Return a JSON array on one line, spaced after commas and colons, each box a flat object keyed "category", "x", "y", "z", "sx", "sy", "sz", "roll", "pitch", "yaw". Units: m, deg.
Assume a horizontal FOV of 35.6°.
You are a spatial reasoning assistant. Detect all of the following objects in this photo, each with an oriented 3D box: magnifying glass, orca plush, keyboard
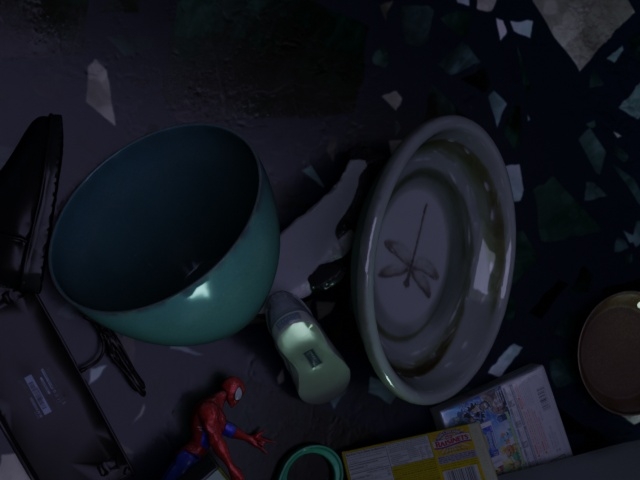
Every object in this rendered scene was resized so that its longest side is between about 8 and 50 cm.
[{"category": "magnifying glass", "x": -0.061, "y": 0.380, "z": 1.403, "sx": 0.231, "sy": 0.026, "sz": 0.092, "roll": -42, "pitch": 101, "yaw": -15}, {"category": "orca plush", "x": 0.000, "y": 0.000, "z": 1.425, "sx": 0.151, "sy": 0.102, "sz": 0.287, "roll": 14, "pitch": 71, "yaw": 27}, {"category": "keyboard", "x": -0.335, "y": 0.182, "z": 1.314, "sx": 0.202, "sy": 0.033, "sz": 0.317, "roll": -28, "pitch": 98, "yaw": -12}]

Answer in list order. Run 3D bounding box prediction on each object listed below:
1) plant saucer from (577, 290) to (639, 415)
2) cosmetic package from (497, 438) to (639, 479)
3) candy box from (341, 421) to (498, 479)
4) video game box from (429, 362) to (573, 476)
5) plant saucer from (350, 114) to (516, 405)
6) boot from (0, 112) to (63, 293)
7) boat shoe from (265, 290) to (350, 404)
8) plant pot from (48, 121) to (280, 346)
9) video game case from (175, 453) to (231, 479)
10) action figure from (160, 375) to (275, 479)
[{"category": "plant saucer", "x": 0.487, "y": 0.179, "z": 1.594, "sx": 0.199, "sy": 0.036, "sz": 0.198, "roll": 1, "pitch": 88, "yaw": -20}, {"category": "cosmetic package", "x": 0.431, "y": 0.538, "z": 1.380, "sx": 0.328, "sy": 0.329, "sz": 0.393, "roll": -9, "pitch": 101, "yaw": -19}, {"category": "candy box", "x": 0.141, "y": 0.329, "z": 1.417, "sx": 0.206, "sy": 0.027, "sz": 0.105, "roll": -12, "pitch": 50, "yaw": -3}, {"category": "video game box", "x": 0.283, "y": 0.315, "z": 1.512, "sx": 0.187, "sy": 0.048, "sz": 0.205, "roll": -20, "pitch": 95, "yaw": -20}, {"category": "plant saucer", "x": 0.142, "y": 0.024, "z": 1.396, "sx": 0.400, "sy": 0.101, "sz": 0.400, "roll": -13, "pitch": 107, "yaw": -51}, {"category": "boot", "x": -0.438, "y": -0.059, "z": 1.252, "sx": 0.207, "sy": 0.094, "sz": 0.246, "roll": 9, "pitch": 77, "yaw": -13}, {"category": "boat shoe", "x": -0.019, "y": 0.144, "z": 1.365, "sx": 0.079, "sy": 0.081, "sz": 0.227, "roll": -25, "pitch": 141, "yaw": -2}, {"category": "plant pot", "x": -0.167, "y": 0.022, "z": 1.273, "sx": 0.290, "sy": 0.290, "sz": 0.195, "roll": -48, "pitch": 138, "yaw": -15}, {"category": "video game case", "x": -0.188, "y": 0.441, "z": 1.287, "sx": 0.275, "sy": 0.035, "sz": 0.248, "roll": -39, "pitch": 127, "yaw": -12}, {"category": "action figure", "x": -0.155, "y": 0.322, "z": 1.340, "sx": 0.139, "sy": 0.091, "sz": 0.280, "roll": 31, "pitch": 80, "yaw": -9}]
